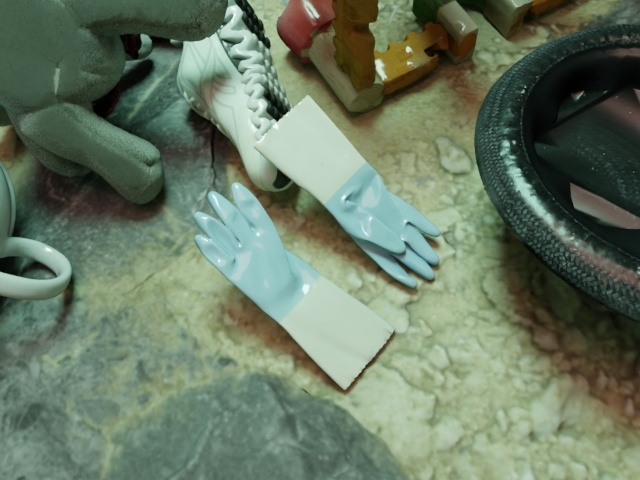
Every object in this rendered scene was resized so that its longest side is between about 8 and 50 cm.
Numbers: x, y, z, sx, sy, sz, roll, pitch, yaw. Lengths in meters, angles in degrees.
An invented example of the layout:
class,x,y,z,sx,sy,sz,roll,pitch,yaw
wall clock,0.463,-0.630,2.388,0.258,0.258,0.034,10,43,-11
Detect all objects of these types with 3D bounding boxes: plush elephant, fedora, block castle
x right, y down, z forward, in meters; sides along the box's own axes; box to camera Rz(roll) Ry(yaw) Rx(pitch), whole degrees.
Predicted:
class,x,y,z,sx,sy,sz,roll,pitch,yaw
plush elephant,-0.298,-0.231,0.654,0.330,0.272,0.255,11,27,-18
fedora,0.303,-0.042,0.530,0.334,0.152,0.334,-4,60,7
block castle,0.157,-0.378,0.634,0.453,0.303,0.213,-29,71,-8

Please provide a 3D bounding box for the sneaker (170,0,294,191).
class,x,y,z,sx,sy,sz,roll,pitch,yaw
sneaker,-0.104,-0.172,0.681,0.118,0.110,0.292,-25,63,13

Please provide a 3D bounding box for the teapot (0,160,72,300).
class,x,y,z,sx,sy,sz,roll,pitch,yaw
teapot,-0.421,-0.035,0.601,0.252,0.187,0.256,-15,88,20

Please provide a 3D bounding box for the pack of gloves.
class,x,y,z,sx,sy,sz,roll,pitch,yaw
pack of gloves,0.000,0.000,0.584,0.232,0.046,0.195,44,72,-4
